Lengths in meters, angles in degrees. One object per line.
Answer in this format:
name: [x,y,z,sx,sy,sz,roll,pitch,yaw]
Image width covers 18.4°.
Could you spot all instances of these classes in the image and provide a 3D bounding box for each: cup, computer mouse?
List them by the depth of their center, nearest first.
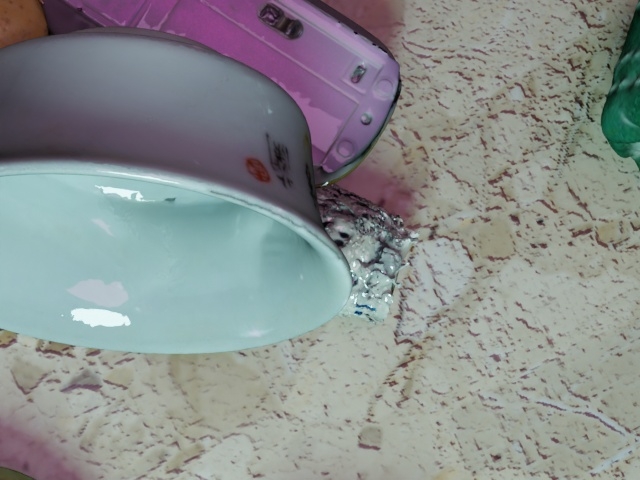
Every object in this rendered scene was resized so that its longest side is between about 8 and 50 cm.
cup: [-0.145,-0.048,1.473,0.347,0.347,0.163,9,66,-12]
computer mouse: [-0.084,-0.165,1.611,0.310,0.072,0.158,32,74,-2]

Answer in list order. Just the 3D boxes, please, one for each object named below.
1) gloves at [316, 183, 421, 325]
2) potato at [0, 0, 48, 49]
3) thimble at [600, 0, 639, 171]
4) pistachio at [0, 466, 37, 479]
gloves: [0.000,0.000,1.614,0.153,0.070,0.114,19,75,4]
potato: [-0.292,-0.143,1.540,0.178,0.109,0.118,-44,61,-14]
thimble: [0.379,-0.107,1.627,0.288,0.254,0.167,27,81,-36]
pistachio: [-0.243,0.243,1.512,0.226,0.136,0.136,33,78,-15]
